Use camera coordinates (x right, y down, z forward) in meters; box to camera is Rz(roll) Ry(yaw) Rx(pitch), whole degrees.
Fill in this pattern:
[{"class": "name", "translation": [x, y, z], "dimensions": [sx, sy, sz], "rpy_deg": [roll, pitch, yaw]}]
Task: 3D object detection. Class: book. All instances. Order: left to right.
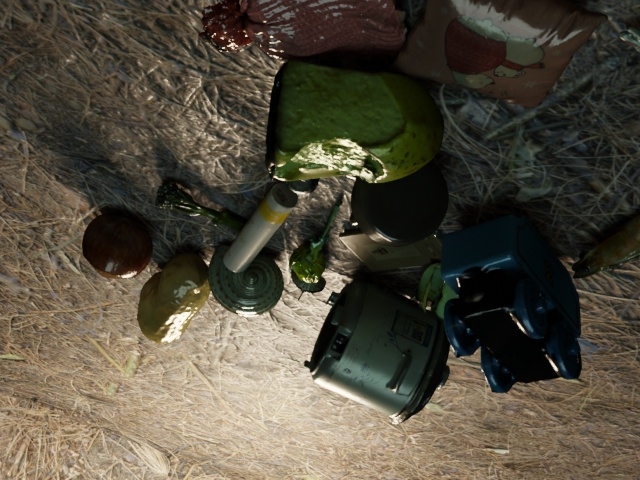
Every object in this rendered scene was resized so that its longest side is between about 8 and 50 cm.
[{"class": "book", "translation": [0.152, 0.013, 1.808], "dimensions": [0.198, 0.016, 0.138], "rpy_deg": [-7, 143, 34]}]

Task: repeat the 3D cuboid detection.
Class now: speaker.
[{"class": "speaker", "translation": [-0.023, -0.133, 1.590], "dimensions": [0.060, 0.075, 0.094], "rpy_deg": [21, 140, -9]}]

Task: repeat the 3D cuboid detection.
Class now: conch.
[{"class": "conch", "translation": [-0.169, 0.102, 1.995], "dimensions": [0.172, 0.131, 0.200], "rpy_deg": [17, 149, -4]}, {"class": "conch", "translation": [0.237, 0.099, 1.850], "dimensions": [0.105, 0.079, 0.170], "rpy_deg": [-4, 140, 14]}]

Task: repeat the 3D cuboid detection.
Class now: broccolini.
[{"class": "broccolini", "translation": [-0.225, -0.065, 1.840], "dimensions": [0.216, 0.058, 0.067], "rpy_deg": [18, -169, -18]}]

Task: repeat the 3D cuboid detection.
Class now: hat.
[{"class": "hat", "translation": [-0.027, -0.314, 1.254], "dimensions": [0.286, 0.107, 0.237], "rpy_deg": [-4, 157, 9]}]

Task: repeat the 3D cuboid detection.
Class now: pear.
[{"class": "pear", "translation": [0.051, -0.161, 1.383], "dimensions": [0.255, 0.164, 0.238], "rpy_deg": [6, 175, 0]}]

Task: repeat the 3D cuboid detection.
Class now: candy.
[{"class": "candy", "translation": [-0.003, 0.000, 1.824], "dimensions": [0.077, 0.073, 0.262], "rpy_deg": [28, 143, 0]}]

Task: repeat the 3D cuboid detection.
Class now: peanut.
[{"class": "peanut", "translation": [-0.345, 0.129, 2.117], "dimensions": [0.147, 0.147, 0.319], "rpy_deg": [22, 141, -11]}]

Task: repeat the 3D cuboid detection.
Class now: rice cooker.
[{"class": "rice cooker", "translation": [0.136, 0.237, 1.949], "dimensions": [0.316, 0.264, 0.316], "rpy_deg": [25, -178, -1]}]

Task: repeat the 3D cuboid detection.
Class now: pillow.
[{"class": "pillow", "translation": [0.231, -0.270, 1.228], "dimensions": [0.236, 0.084, 0.223], "rpy_deg": [16, 151, -1]}]

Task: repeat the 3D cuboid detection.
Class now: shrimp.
[{"class": "shrimp", "translation": [0.571, 0.014, 1.579], "dimensions": [0.169, 0.058, 0.296], "rpy_deg": [24, 146, -18]}]

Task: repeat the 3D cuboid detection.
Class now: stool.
[{"class": "stool", "translation": [0.119, -0.088, 1.555], "dimensions": [0.153, 0.228, 0.139], "rpy_deg": [-23, 178, -13]}]

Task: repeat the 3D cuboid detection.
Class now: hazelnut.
[{"class": "hazelnut", "translation": [-0.440, 0.011, 1.979], "dimensions": [0.154, 0.143, 0.143], "rpy_deg": [29, 151, 9]}]

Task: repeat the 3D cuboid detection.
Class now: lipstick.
[{"class": "lipstick", "translation": [-0.123, -0.020, 1.808], "dimensions": [0.059, 0.059, 0.264], "rpy_deg": [24, 141, -14]}]

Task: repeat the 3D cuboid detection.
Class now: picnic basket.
[{"class": "picnic basket", "translation": [-0.030, 0.086, 1.972], "dimensions": [0.083, 0.065, 0.083], "rpy_deg": [24, 133, -13]}]

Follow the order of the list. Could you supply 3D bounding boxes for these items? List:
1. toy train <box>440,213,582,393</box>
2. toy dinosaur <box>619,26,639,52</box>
[{"class": "toy train", "translation": [0.348, 0.116, 1.640], "dimensions": [0.188, 0.265, 0.300], "rpy_deg": [-19, 135, 31]}, {"class": "toy dinosaur", "translation": [0.529, -0.241, 1.168], "dimensions": [0.242, 0.053, 0.167], "rpy_deg": [27, 149, -19]}]
